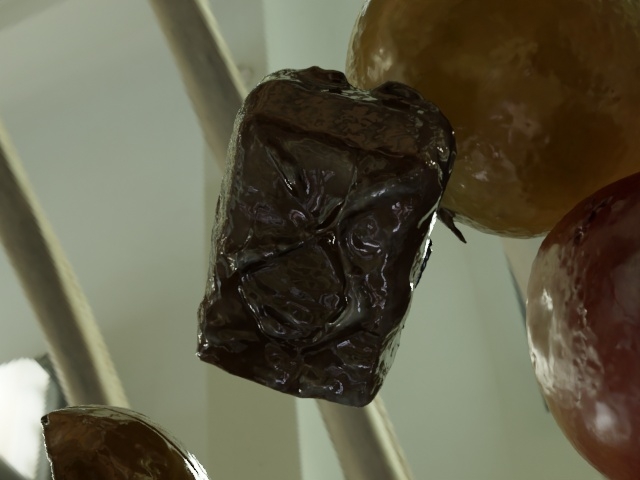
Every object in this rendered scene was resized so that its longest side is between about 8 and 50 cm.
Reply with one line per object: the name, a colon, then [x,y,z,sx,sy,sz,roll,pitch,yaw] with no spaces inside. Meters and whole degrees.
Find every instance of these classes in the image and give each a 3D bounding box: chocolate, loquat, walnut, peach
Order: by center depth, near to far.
walnut: [-0.103,0.187,0.786,0.087,0.211,0.167,-20,-160,-8]
chocolate: [0.000,0.000,0.817,0.148,0.214,0.093,14,-152,5]
peach: [0.265,0.059,0.851,0.281,0.281,0.238,18,-115,43]
loquat: [0.143,-0.127,1.013,0.274,0.275,0.275,-18,-139,16]
